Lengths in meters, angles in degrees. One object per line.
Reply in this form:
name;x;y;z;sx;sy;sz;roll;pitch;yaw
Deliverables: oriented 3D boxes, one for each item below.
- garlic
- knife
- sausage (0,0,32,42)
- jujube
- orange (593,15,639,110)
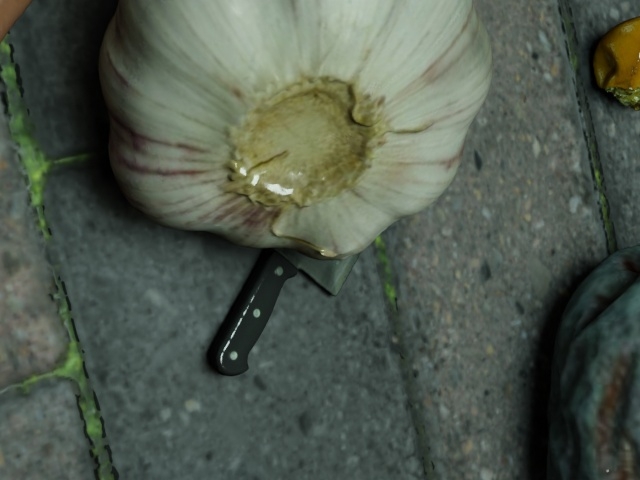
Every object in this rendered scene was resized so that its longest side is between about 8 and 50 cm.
garlic;-0.013;-0.133;0.695;0.245;0.245;0.253;34;33;-29
knife;0.000;0.000;0.777;0.072;0.019;0.245;42;64;-27
sausage;-0.196;-0.123;0.629;0.040;0.047;0.176;49;62;-40
jujube;0.299;0.155;0.856;0.246;0.215;0.308;-9;94;-34
orange;0.273;-0.158;0.946;0.086;0.062;0.086;-26;142;-22
